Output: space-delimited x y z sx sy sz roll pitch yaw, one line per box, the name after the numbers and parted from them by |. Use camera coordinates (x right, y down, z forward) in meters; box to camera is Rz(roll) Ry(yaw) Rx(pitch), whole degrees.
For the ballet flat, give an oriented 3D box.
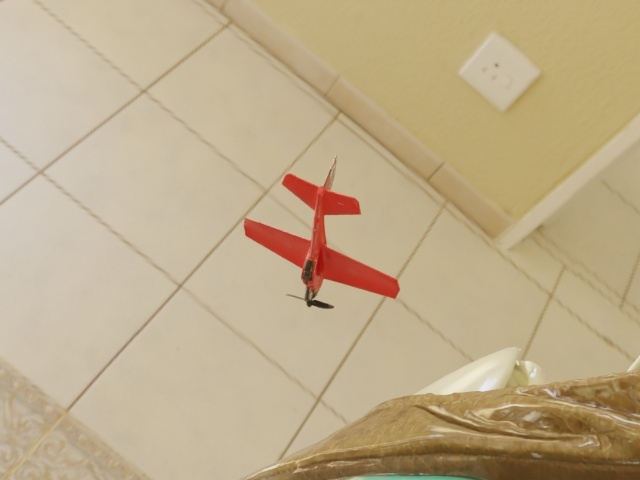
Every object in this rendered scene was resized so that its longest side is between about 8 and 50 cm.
0.109 0.084 0.348 0.116 0.342 0.124 57 37 -18 | ballet flat

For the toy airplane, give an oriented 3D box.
0.000 0.000 0.753 0.151 0.151 0.028 41 42 0 | toy airplane
